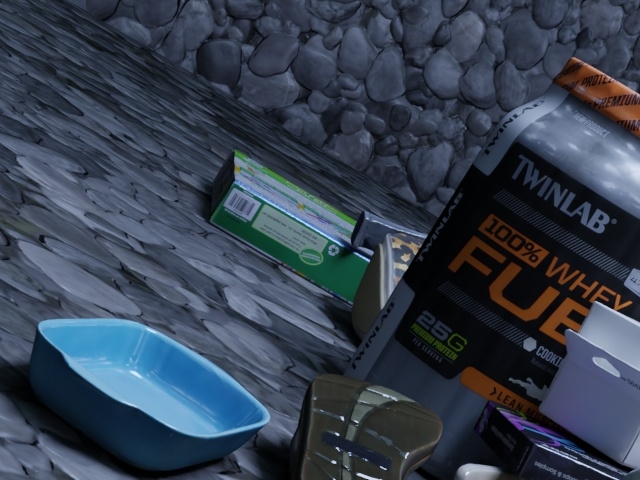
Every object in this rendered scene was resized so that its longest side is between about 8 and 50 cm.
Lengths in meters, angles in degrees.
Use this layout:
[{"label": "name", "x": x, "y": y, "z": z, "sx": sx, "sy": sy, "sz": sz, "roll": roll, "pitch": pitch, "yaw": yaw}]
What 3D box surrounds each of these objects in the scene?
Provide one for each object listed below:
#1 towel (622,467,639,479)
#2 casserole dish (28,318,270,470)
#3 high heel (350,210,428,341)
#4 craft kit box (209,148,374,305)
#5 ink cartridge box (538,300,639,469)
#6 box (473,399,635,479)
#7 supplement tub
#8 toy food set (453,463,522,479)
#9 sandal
[{"label": "towel", "x": 0.343, "y": 0.191, "z": 0.729, "sx": 0.374, "sy": 0.320, "sz": 0.090, "roll": 62, "pitch": -17, "yaw": 20}, {"label": "casserole dish", "x": -0.098, "y": 0.088, "z": 0.997, "sx": 0.114, "sy": 0.037, "sz": 0.188, "roll": 33, "pitch": 7, "yaw": 15}, {"label": "high heel", "x": 0.126, "y": 0.060, "z": 1.688, "sx": 0.186, "sy": 0.093, "sz": 0.261, "roll": 21, "pitch": 23, "yaw": -11}, {"label": "craft kit box", "x": 0.000, "y": 0.000, "z": 1.891, "sx": 0.250, "sy": 0.061, "sz": 0.246, "roll": 31, "pitch": 10, "yaw": -7}, {"label": "ink cartridge box", "x": 0.231, "y": 0.112, "z": 1.239, "sx": 0.143, "sy": 0.090, "sz": 0.092, "roll": 24, "pitch": 4, "yaw": -40}, {"label": "box", "x": 0.173, "y": 0.153, "z": 1.191, "sx": 0.116, "sy": 0.029, "sz": 0.162, "roll": 24, "pitch": 4, "yaw": -7}, {"label": "supplement tub", "x": 0.171, "y": 0.033, "z": 1.349, "sx": 0.193, "sy": 0.316, "sz": 0.193, "roll": 30, "pitch": 8, "yaw": -4}, {"label": "toy food set", "x": 0.242, "y": 0.243, "z": 1.120, "sx": 0.306, "sy": 0.092, "sz": 0.220, "roll": 36, "pitch": 9, "yaw": 31}, {"label": "sandal", "x": 0.019, "y": 0.142, "z": 1.061, "sx": 0.090, "sy": 0.060, "sz": 0.219, "roll": 25, "pitch": 22, "yaw": -3}]
